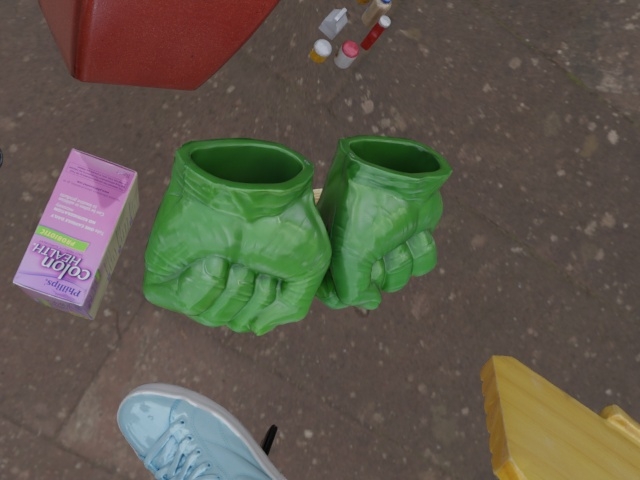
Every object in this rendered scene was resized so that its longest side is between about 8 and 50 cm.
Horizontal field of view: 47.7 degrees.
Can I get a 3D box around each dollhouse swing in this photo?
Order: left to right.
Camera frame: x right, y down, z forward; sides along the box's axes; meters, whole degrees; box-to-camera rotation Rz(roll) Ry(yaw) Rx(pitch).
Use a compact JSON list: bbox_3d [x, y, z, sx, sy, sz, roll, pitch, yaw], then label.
[{"bbox_3d":[0.289,0.365,0.860,0.304,0.347,0.315,19,111,1],"label":"dollhouse swing"}]

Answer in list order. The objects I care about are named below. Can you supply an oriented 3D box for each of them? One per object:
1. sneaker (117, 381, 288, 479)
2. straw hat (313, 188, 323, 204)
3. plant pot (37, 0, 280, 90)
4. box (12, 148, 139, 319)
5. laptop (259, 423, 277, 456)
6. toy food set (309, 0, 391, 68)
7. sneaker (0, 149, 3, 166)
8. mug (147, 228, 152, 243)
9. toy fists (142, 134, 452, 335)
[{"bbox_3d":[-0.141,0.321,0.945,0.365,0.150,0.135,35,98,14],"label":"sneaker"},{"bbox_3d":[0.000,0.000,1.056,0.144,0.061,0.145,1,86,-8],"label":"straw hat"},{"bbox_3d":[-0.226,-0.343,0.917,0.267,0.267,0.236,-4,141,-39],"label":"plant pot"},{"bbox_3d":[-0.416,-0.002,1.267,0.117,0.213,0.243,20,75,-8],"label":"box"},{"bbox_3d":[-0.075,0.586,1.123,0.236,0.408,0.382,22,133,-1],"label":"laptop"},{"bbox_3d":[0.079,-0.461,1.522,0.111,0.104,0.232,41,65,-6],"label":"toy food set"},{"bbox_3d":[-0.757,-0.177,1.561,0.127,0.316,0.182,11,134,-43],"label":"sneaker"},{"bbox_3d":[-0.290,-0.001,1.505,0.129,0.097,0.158,17,72,-4],"label":"mug"},{"bbox_3d":[-0.007,0.000,0.586,0.279,0.096,0.142,-9,130,-39],"label":"toy fists"}]
